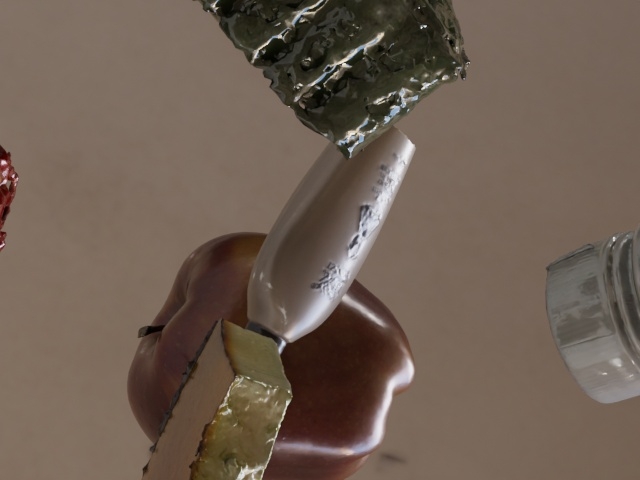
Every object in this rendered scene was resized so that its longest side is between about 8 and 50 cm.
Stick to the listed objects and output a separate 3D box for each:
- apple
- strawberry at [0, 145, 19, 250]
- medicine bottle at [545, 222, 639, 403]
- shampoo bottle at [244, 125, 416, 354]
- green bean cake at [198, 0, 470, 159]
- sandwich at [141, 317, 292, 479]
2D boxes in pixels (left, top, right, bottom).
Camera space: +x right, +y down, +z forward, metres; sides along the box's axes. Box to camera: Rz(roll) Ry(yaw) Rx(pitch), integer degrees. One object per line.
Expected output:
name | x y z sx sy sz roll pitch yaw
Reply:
apple | -0.061 0.140 2.106 0.288 0.317 0.288 -159 -90 -77
strawberry | -0.243 -0.044 1.056 0.190 0.111 0.236 -52 151 -30
medicine bottle | 0.308 0.034 1.391 0.252 0.144 0.144 -23 -135 28
shampoo bottle | 0.000 0.000 1.772 0.078 0.127 0.257 28 -96 34
green bean cake | -0.024 -0.202 1.250 0.132 0.255 0.241 -38 -162 14
sandwich | -0.081 0.164 1.213 0.162 0.058 0.193 -114 -132 -74
